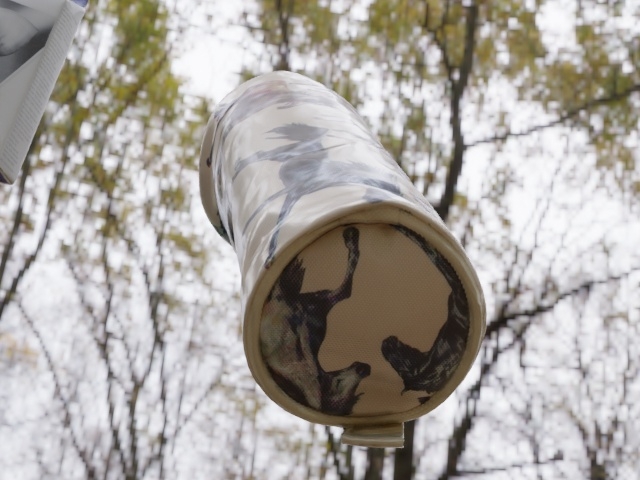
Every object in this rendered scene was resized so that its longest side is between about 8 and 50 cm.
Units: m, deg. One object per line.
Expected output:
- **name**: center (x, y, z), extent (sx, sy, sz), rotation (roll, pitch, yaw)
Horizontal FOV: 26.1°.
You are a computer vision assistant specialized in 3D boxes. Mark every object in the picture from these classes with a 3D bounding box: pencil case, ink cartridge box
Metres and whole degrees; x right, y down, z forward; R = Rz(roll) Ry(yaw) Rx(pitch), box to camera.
- **pencil case**: center (0.000, 0.000, 1.058), extent (0.160, 0.410, 0.183), rotation (-12, -69, -6)
- **ink cartridge box**: center (-0.322, -0.172, 1.164), extent (0.223, 0.224, 0.045), rotation (12, -23, 13)
